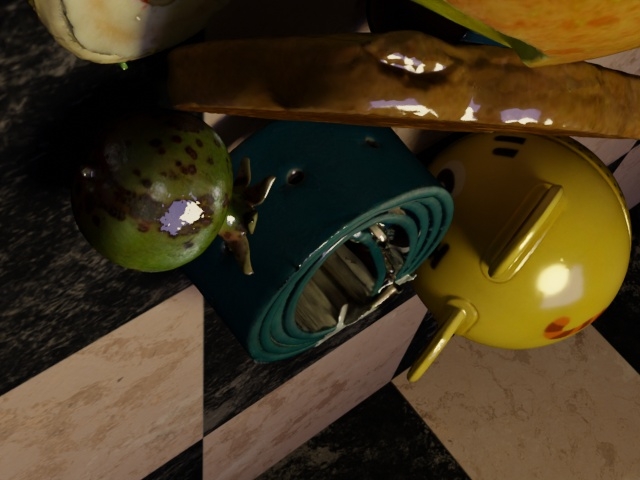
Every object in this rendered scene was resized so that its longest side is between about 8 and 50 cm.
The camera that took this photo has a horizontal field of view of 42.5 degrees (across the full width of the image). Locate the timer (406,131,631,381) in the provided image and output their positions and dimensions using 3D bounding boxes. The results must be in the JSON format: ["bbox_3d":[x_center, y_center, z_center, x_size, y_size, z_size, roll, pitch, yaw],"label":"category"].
[{"bbox_3d":[0.266,0.009,1.206,0.387,0.376,0.376,-41,167,-48],"label":"timer"}]

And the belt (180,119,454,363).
[{"bbox_3d":[-0.001,-0.001,0.985,0.300,0.173,0.436,-39,160,1],"label":"belt"}]

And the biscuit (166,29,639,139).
[{"bbox_3d":[0.072,-0.119,0.657,0.381,0.074,0.359,0,-170,-7],"label":"biscuit"}]

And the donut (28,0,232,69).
[{"bbox_3d":[-0.117,-0.193,0.537,0.175,0.068,0.174,-37,162,-14],"label":"donut"}]

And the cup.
[{"bbox_3d":[0.138,-0.238,0.822,0.150,0.113,0.138,-47,161,22],"label":"cup"}]

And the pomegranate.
[{"bbox_3d":[-0.123,-0.039,0.703,0.169,0.148,0.148,10,135,-23],"label":"pomegranate"}]

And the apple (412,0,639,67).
[{"bbox_3d":[0.137,-0.261,0.432,0.340,0.339,0.339,-34,159,-15],"label":"apple"}]
